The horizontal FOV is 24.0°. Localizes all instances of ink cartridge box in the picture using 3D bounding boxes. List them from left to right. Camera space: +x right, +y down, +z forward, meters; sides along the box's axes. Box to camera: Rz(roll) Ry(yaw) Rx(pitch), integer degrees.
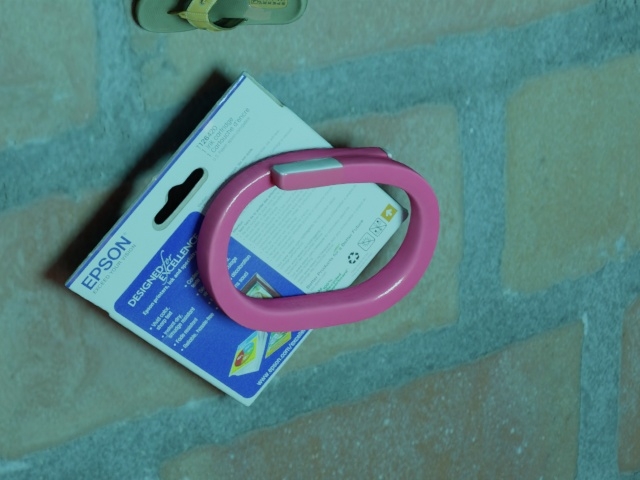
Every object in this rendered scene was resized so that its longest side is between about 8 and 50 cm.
[{"bbox_3d":[-0.094,-0.002,1.706,0.303,0.072,0.307,-49,126,2],"label":"ink cartridge box"}]

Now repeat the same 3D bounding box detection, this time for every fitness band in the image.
[{"bbox_3d":[0.000,0.000,1.692,0.291,0.054,0.209,-5,119,-28],"label":"fitness band"}]

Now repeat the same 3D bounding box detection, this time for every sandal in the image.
[{"bbox_3d":[-0.101,-0.242,1.557,0.180,0.049,0.072,-1,127,-6],"label":"sandal"}]
